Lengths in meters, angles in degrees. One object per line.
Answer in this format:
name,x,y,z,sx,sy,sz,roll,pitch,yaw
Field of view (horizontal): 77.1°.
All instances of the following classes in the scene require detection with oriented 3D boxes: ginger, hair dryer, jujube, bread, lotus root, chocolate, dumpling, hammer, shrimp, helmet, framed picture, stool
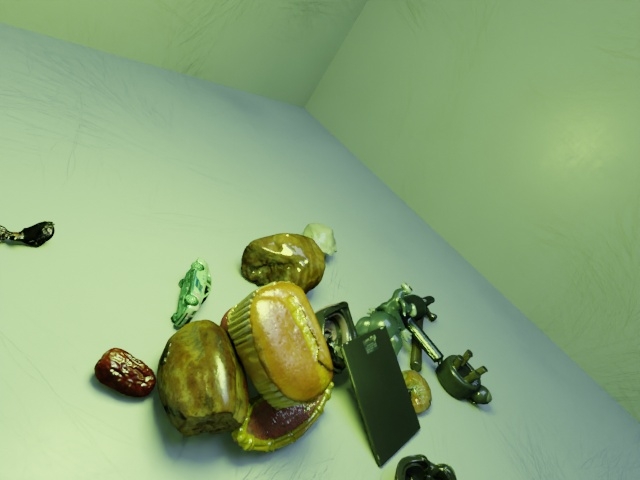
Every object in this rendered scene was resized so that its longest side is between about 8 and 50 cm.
ginger,-0.113,0.071,1.393,0.269,0.200,0.223,38,29,2
hair dryer,0.404,0.345,1.589,0.244,0.116,0.302,-9,48,-35
jujube,-0.415,0.286,0.858,0.129,0.077,0.077,41,26,-16
bread,-0.081,0.241,0.942,0.204,0.156,0.288,-9,70,-46
lotus root,-0.269,0.298,0.903,0.193,0.193,0.291,17,26,-33
chocolate,-0.728,-0.014,0.966,0.147,0.072,0.070,4,45,-38
dumpling,0.000,0.000,1.717,0.163,0.132,0.250,18,16,-16
hammer,0.412,0.387,1.673,0.168,0.044,0.440,37,27,-1
shrimp,0.274,0.502,1.327,0.267,0.061,0.145,14,44,-40
helmet,0.265,0.651,1.035,0.177,0.107,0.153,17,31,4
helmet,0.011,0.303,1.233,0.253,0.154,0.198,-44,118,-71
framed picture,0.186,0.445,1.204,0.255,0.014,0.338,-6,74,-51
stool,0.561,0.518,1.539,0.228,0.139,0.153,27,30,-11

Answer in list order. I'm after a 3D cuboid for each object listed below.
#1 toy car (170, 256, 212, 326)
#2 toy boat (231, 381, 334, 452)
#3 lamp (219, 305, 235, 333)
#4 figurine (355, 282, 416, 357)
toy car,-0.353,0.146,1.123,0.076,0.090,0.224,29,28,-27
toy boat,-0.095,0.424,0.981,0.318,0.099,0.141,-7,53,-49
lamp,-0.189,0.255,1.085,0.182,0.140,0.182,28,-8,4
figurine,0.264,0.289,1.458,0.193,0.265,0.140,39,7,9
